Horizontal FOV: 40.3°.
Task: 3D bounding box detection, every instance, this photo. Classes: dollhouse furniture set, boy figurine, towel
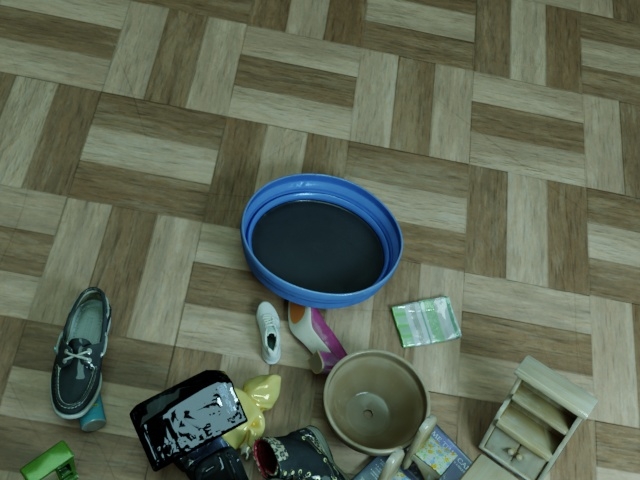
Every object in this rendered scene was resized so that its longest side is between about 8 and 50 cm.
[{"bbox_3d":[-0.561,0.568,1.669,0.301,0.151,0.197,-34,72,-25],"label":"dollhouse furniture set"},{"bbox_3d":[-0.197,0.384,1.875,0.177,0.092,0.285,38,61,11],"label":"boy figurine"},{"bbox_3d":[0.369,0.457,1.759,0.362,0.256,0.394,33,39,21],"label":"dollhouse furniture set"},{"bbox_3d":[0.255,0.195,2.102,0.152,0.023,0.113,-9,62,-15],"label":"towel"}]

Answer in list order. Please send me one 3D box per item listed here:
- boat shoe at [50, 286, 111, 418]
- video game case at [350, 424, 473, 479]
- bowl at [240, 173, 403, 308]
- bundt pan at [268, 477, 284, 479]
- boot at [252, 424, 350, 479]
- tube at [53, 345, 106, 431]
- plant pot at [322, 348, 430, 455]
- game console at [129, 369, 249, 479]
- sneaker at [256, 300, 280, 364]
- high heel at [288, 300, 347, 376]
[{"bbox_3d":[-0.515,0.233,1.865,0.114,0.091,0.302,2,47,-8],"label":"boat shoe"},{"bbox_3d":[0.202,0.533,1.902,0.274,0.026,0.196,-37,73,-27],"label":"video game case"},{"bbox_3d":[0.000,0.000,2.093,0.391,0.077,0.391,7,48,-8],"label":"bowl"},{"bbox_3d":[-0.041,0.618,1.654,0.124,0.331,0.331,10,55,-39],"label":"bundt pan"},{"bbox_3d":[-0.032,0.495,1.798,0.178,0.085,0.236,8,44,-50],"label":"boot"},{"bbox_3d":[-0.514,0.310,1.887,0.080,0.052,0.207,-9,56,-26],"label":"tube"},{"bbox_3d":[0.114,0.368,1.929,0.237,0.110,0.237,5,61,-9],"label":"plant pot"},{"bbox_3d":[-0.225,0.456,1.761,0.213,0.044,0.361,-24,97,-26],"label":"game console"},{"bbox_3d":[-0.115,0.204,2.008,0.053,0.061,0.152,-6,61,-11],"label":"sneaker"},{"bbox_3d":[0.004,0.216,2.032,0.117,0.082,0.244,18,33,-42],"label":"high heel"}]
